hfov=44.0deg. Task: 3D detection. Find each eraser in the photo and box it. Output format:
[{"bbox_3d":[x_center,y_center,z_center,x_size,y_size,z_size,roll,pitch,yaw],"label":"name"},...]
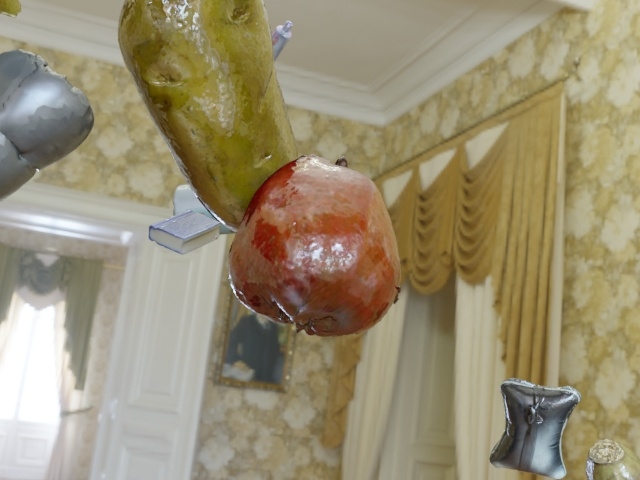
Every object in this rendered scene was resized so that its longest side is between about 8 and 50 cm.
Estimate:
[{"bbox_3d":[-0.190,-0.013,1.114,0.063,0.027,0.085,21,27,25],"label":"eraser"}]

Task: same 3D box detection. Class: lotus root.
[{"bbox_3d":[0.405,0.351,1.019,0.097,0.110,0.258,-32,-67,10],"label":"lotus root"}]

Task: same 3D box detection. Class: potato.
[{"bbox_3d":[-0.118,-0.165,0.924,0.176,0.369,0.195,-22,27,-10],"label":"potato"}]

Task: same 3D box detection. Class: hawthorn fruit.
[{"bbox_3d":[0.000,0.000,0.850,0.185,0.202,0.185,11,-22,5],"label":"hawthorn fruit"}]

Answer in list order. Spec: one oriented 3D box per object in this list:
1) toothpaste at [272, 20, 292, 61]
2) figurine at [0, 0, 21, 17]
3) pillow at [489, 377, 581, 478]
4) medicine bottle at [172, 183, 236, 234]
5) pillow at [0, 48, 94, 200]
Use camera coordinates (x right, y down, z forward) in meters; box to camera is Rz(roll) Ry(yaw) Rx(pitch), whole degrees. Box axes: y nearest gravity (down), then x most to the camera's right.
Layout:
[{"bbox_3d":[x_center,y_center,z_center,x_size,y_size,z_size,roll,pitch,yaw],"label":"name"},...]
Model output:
[{"bbox_3d":[-0.092,-0.303,1.327,0.045,0.028,0.170,43,-47,-1],"label":"toothpaste"},{"bbox_3d":[-0.311,-0.261,0.552,0.185,0.127,0.234,18,-18,10],"label":"figurine"},{"bbox_3d":[0.263,0.232,0.976,0.091,0.135,0.055,-4,25,-10],"label":"pillow"},{"bbox_3d":[-0.118,-0.073,1.616,0.352,0.110,0.110,-4,-14,6],"label":"medicine bottle"},{"bbox_3d":[-0.312,-0.064,0.681,0.101,0.228,0.326,51,-13,-16],"label":"pillow"}]
